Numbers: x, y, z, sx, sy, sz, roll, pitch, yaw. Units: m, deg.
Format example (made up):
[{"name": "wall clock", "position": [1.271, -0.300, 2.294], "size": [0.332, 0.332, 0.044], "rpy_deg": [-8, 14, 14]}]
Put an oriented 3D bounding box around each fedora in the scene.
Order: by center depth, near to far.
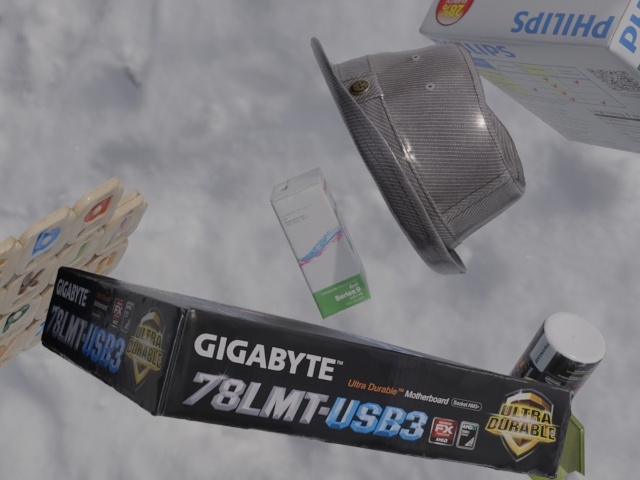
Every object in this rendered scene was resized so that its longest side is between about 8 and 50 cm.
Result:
[{"name": "fedora", "position": [0.103, -0.102, 0.922], "size": [0.124, 0.243, 0.275], "rpy_deg": [-30, 33, 9]}]

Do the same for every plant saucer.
[{"name": "plant saucer", "position": [0.423, 0.362, 1.785], "size": [0.045, 0.188, 0.188], "rpy_deg": [-20, 41, 33]}]

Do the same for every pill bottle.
[{"name": "pill bottle", "position": [0.448, 0.264, 1.964], "size": [0.130, 0.131, 0.245], "rpy_deg": [54, 140, 32]}]

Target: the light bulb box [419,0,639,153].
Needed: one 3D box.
[{"name": "light bulb box", "position": [0.399, -0.279, 1.336], "size": [0.358, 0.361, 0.225], "rpy_deg": [22, 86, 55]}]

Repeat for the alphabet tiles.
[{"name": "alphabet tiles", "position": [-0.279, 0.053, 0.917], "size": [0.021, 0.284, 0.278], "rpy_deg": [46, 139, 8]}]

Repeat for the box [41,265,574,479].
[{"name": "box", "position": [-0.025, 0.093, 0.732], "size": [0.295, 0.293, 0.073], "rpy_deg": [5, 82, 62]}]

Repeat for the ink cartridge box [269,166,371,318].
[{"name": "ink cartridge box", "position": [0.000, 0.000, 1.650], "size": [0.093, 0.154, 0.212], "rpy_deg": [-25, 102, 5]}]

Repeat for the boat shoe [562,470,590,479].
[{"name": "boat shoe", "position": [0.232, 0.259, 0.788], "size": [0.063, 0.066, 0.184], "rpy_deg": [-50, 37, 9]}]
